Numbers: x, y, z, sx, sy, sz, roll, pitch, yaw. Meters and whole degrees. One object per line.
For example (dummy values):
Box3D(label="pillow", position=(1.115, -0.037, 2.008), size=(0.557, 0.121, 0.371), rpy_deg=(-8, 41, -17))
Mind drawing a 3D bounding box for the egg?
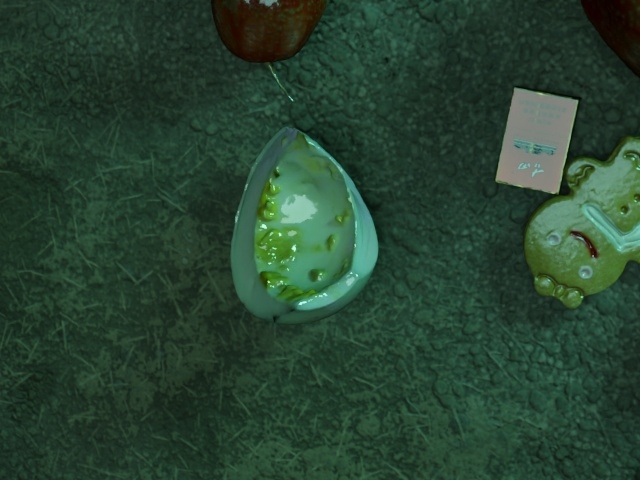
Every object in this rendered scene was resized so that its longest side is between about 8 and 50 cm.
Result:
Box3D(label="egg", position=(-0.010, 0.000, 1.679), size=(0.206, 0.161, 0.271), rpy_deg=(-29, 56, 51))

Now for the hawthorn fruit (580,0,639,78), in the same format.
Box3D(label="hawthorn fruit", position=(0.427, -0.339, 1.444), size=(0.254, 0.254, 0.300), rpy_deg=(-24, 66, 20))

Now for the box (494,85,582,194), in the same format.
Box3D(label="box", position=(0.290, -0.134, 1.629), size=(0.090, 0.023, 0.133), rpy_deg=(15, 105, 15))

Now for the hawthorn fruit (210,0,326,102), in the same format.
Box3D(label="hawthorn fruit", position=(-0.076, -0.297, 1.653), size=(0.162, 0.163, 0.204), rpy_deg=(18, 124, 12))

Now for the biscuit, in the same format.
Box3D(label="biscuit", position=(0.371, -0.021, 1.609), size=(0.249, 0.035, 0.184), rpy_deg=(-40, 96, 18))
